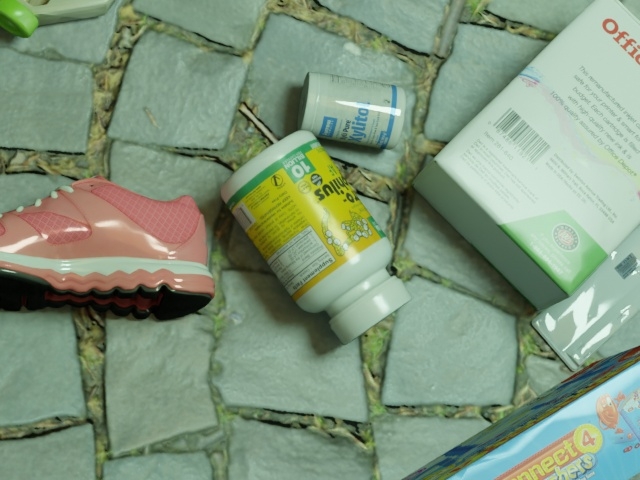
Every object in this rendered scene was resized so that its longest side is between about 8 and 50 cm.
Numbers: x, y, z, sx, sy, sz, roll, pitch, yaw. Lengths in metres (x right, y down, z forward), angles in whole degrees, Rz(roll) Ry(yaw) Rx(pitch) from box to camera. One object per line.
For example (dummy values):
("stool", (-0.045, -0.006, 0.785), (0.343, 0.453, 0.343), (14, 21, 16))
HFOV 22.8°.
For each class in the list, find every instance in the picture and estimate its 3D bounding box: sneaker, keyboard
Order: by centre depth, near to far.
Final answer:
("sneaker", (-0.263, -0.002, 1.616), (0.314, 0.116, 0.136), (7, 67, -15))
("keyboard", (0.345, 0.036, 1.750), (0.256, 0.014, 0.072), (-40, 82, -15))

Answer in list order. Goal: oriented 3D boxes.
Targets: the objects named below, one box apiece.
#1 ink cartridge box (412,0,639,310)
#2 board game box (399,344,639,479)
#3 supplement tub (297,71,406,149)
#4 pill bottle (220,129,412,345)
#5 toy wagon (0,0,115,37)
("ink cartridge box", (0.271, -0.095, 1.708), (0.201, 0.117, 0.278), (45, 75, 1))
("board game box", (0.219, 0.208, 1.541), (0.308, 0.302, 0.086), (-29, 85, -15))
("supplement tub", (0.033, -0.139, 1.701), (0.107, 0.071, 0.071), (8, 77, -8))
("pill bottle", (0.000, 0.000, 1.642), (0.118, 0.117, 0.208), (-34, 85, -15))
("toy wagon", (-0.340, -0.386, 1.690), (0.344, 0.068, 0.267), (34, 75, -1))
